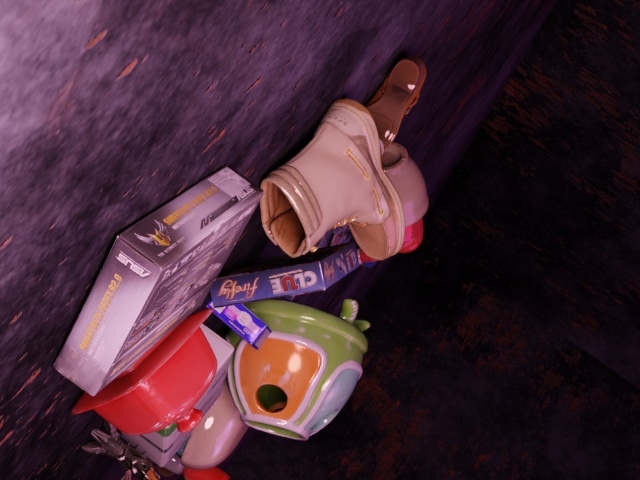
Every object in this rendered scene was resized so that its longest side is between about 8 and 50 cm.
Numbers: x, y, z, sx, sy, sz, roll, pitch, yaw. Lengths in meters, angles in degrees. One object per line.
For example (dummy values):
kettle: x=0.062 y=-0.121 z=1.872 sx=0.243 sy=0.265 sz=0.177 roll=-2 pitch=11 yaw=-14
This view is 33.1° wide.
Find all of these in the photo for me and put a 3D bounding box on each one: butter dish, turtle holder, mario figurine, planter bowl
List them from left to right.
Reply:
butter dish: x=-0.184 y=0.174 z=1.264 sx=0.160 sy=0.118 sz=0.160 roll=-25 pitch=-164 yaw=44
turtle holder: x=-0.058 y=0.215 z=1.828 sx=0.320 sy=0.243 sz=0.227 roll=147 pitch=-41 yaw=-67
mario figurine: x=0.136 y=-0.041 z=2.579 sx=0.320 sy=0.170 sz=0.198 roll=136 pitch=-43 yaw=-71
planter bowl: x=0.108 y=-0.106 z=1.898 sx=0.162 sy=0.162 sz=0.109 roll=-48 pitch=144 yaw=-39

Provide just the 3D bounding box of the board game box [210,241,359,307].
board game box: x=-0.047 y=0.048 z=1.584 sx=0.165 sy=0.042 sz=0.243 roll=-11 pitch=-176 yaw=15

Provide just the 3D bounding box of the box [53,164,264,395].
box: x=-0.164 y=0.036 z=1.128 sx=0.183 sy=0.056 sz=0.231 roll=-57 pitch=172 yaw=31

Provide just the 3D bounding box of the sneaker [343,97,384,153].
sneaker: x=0.038 y=-0.162 z=1.559 sx=0.051 sy=0.070 sz=0.134 roll=-57 pitch=144 yaw=-14

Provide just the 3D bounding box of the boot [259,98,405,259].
boot: x=0.018 y=-0.034 z=1.472 sx=0.203 sy=0.095 sz=0.262 roll=-49 pitch=138 yaw=-34

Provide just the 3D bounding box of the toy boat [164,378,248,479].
toy boat: x=-0.213 y=0.344 z=1.978 sx=0.267 sy=0.148 sz=0.318 roll=-53 pitch=167 yaw=-52

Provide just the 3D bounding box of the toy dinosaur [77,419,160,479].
toy dinosaur: x=-0.256 y=0.381 z=1.479 sx=0.164 sy=0.218 sz=0.322 roll=-52 pitch=172 yaw=-21

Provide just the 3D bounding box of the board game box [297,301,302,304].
board game box: x=-0.141 y=0.308 z=2.476 sx=0.317 sy=0.046 sz=0.213 roll=-52 pitch=175 yaw=-42

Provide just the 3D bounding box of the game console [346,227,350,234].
game console: x=0.000 y=0.000 z=2.169 sx=0.122 sy=0.071 sz=0.107 roll=-55 pitch=-157 yaw=8

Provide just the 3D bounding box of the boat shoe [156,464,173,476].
boat shoe: x=-0.272 y=0.411 z=2.181 sx=0.152 sy=0.056 sz=0.049 roll=-44 pitch=177 yaw=-1

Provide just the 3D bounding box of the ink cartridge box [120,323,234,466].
ink cartridge box: x=-0.211 y=0.222 z=1.553 sx=0.153 sy=0.087 sz=0.208 roll=-51 pitch=171 yaw=-28

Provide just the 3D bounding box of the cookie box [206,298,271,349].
cookie box: x=-0.122 y=0.119 z=1.634 sx=0.040 sy=0.092 sz=0.107 roll=-49 pitch=173 yaw=-7

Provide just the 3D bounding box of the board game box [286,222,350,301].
board game box: x=-0.011 y=0.020 z=1.981 sx=0.194 sy=0.060 sz=0.194 roll=-42 pitch=164 yaw=-51

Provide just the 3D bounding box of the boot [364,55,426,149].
boot: x=0.109 y=-0.204 z=1.711 sx=0.197 sy=0.073 sz=0.152 roll=-53 pitch=177 yaw=13
